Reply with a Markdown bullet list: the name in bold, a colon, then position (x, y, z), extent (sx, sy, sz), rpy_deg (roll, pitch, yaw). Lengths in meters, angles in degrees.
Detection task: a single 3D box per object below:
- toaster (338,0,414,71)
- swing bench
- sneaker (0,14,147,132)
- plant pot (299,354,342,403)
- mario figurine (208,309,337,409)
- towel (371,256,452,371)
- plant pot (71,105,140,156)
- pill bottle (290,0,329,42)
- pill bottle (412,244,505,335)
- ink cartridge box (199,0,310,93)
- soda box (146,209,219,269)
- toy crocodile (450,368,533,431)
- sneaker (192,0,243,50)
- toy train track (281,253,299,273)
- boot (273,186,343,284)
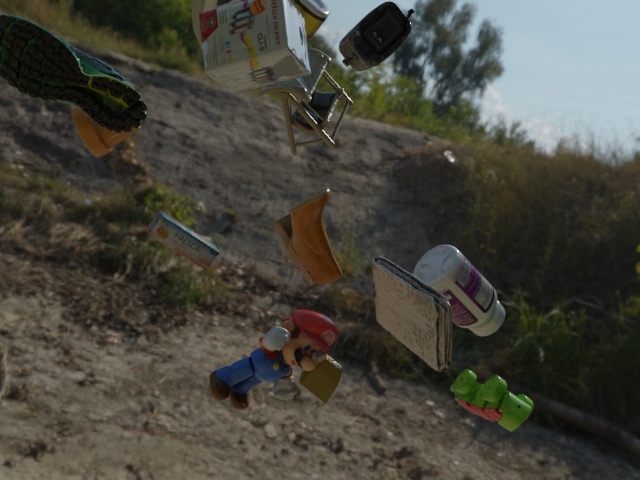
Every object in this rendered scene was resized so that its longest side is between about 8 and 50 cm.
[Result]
- **toaster**: position (0.156, -0.588, 1.885), extent (0.129, 0.227, 0.146), rpy_deg (47, -12, -15)
- **swing bench**: position (-0.041, -0.453, 2.068), extent (0.165, 0.253, 0.255), rpy_deg (-8, -49, 27)
- **sneaker**: position (-0.536, -0.347, 1.368), extent (0.343, 0.134, 0.146), rpy_deg (32, 12, -38)
- **plant pot**: position (0.008, 0.319, 1.550), extent (0.081, 0.083, 0.081), rpy_deg (39, 6, -2)
- **mario figurine**: position (-0.094, 0.288, 1.491), extent (0.170, 0.320, 0.198), rpy_deg (55, 11, 4)
- **towel**: position (0.207, 0.169, 1.532), extent (0.049, 0.187, 0.282), rpy_deg (-17, 27, -24)
- **plant pot**: position (-0.775, -0.435, 2.397), extent (0.187, 0.205, 0.205), rpy_deg (-23, 9, -1)
- **pill bottle**: position (-0.072, -0.490, 1.521), extent (0.103, 0.184, 0.103), rpy_deg (31, 32, -23)
- **pill bottle**: position (0.434, 0.162, 2.005), extent (0.301, 0.169, 0.169), rpy_deg (43, -6, -27)
- **ink cartridge box**: position (-0.124, -0.381, 1.269), extent (0.176, 0.128, 0.127), rpy_deg (-11, -11, 17)
- **soda box**: position (-0.352, 0.000, 1.676), extent (0.183, 0.063, 0.058), rpy_deg (36, 3, -27)
- **toy crocodile**: position (0.417, 0.401, 1.633), extent (0.115, 0.105, 0.340), rpy_deg (36, -13, -10)
- **sneaker**: position (-0.184, -0.558, 1.364), extent (0.148, 0.350, 0.131), rpy_deg (-12, 61, -20)
- **toy train track**: position (-0.101, 0.079, 2.232), extent (0.083, 0.048, 0.014), rpy_deg (48, 45, 10)
- **boot**: position (-0.001, 0.001, 1.645), extent (0.104, 0.211, 0.295), rpy_deg (-34, 0, -29)
